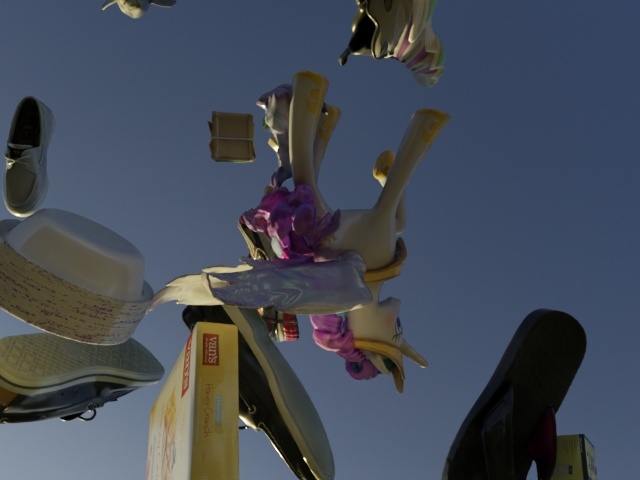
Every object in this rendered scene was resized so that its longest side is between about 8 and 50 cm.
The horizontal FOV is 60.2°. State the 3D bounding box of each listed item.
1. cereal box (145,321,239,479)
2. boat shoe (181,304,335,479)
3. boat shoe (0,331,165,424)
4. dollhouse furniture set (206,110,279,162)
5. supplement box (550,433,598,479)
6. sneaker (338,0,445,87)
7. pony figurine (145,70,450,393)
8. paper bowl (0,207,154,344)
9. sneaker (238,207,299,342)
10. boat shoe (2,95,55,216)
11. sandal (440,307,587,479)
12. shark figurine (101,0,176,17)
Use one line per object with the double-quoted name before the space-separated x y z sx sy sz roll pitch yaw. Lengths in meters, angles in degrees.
"cereal box" -0.137 0.212 0.560 0.047 0.173 0.240 10 -40 -22
"boat shoe" -0.103 0.217 0.815 0.113 0.127 0.340 -34 -99 7
"boat shoe" -0.543 0.301 1.232 0.187 0.500 0.156 41 -83 20
"dollhouse furniture set" -0.084 -0.134 0.775 0.152 0.058 0.076 0 -108 -15
"supplement box" 0.434 0.393 0.971 0.083 0.083 0.056 -19 -49 34
"sneaker" 0.045 -0.130 0.369 0.069 0.038 0.098 -30 -37 -2
"pony figurine" 0.000 0.000 0.664 0.351 0.303 0.363 8 -96 -28
"paper bowl" -0.427 0.048 0.966 0.284 0.284 0.148 29 -89 -6
"sneaker" -0.106 0.080 0.961 0.112 0.120 0.299 -10 -52 -7
"boat shoe" -0.552 -0.160 1.023 0.079 0.081 0.227 3 -105 -3
"sandal" 0.336 0.326 0.939 0.168 0.107 0.445 26 -94 -16
"shark figurine" -0.303 -0.495 1.009 0.116 0.166 0.278 23 -108 -37
